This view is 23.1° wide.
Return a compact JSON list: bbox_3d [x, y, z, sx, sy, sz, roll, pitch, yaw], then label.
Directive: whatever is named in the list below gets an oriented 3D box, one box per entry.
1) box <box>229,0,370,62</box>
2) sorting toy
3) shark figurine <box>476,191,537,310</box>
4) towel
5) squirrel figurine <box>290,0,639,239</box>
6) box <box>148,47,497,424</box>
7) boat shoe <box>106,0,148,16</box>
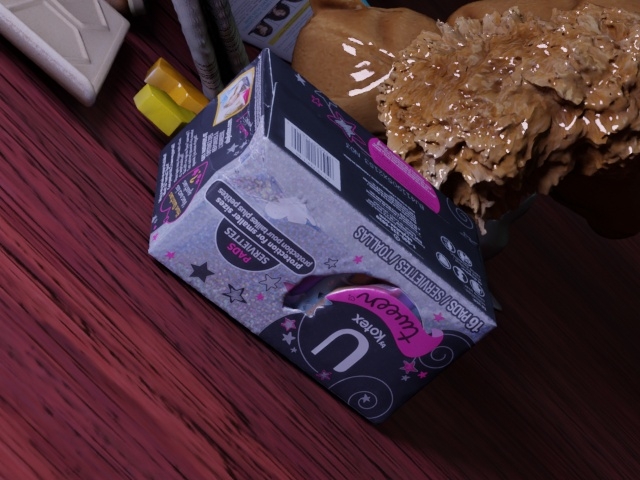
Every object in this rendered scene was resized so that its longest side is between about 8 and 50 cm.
[{"bbox_3d":[-0.052,-0.261,1.675,0.244,0.100,0.060,18,35,-54],"label":"box"},{"bbox_3d":[-0.221,-0.178,1.290,0.307,0.041,0.229,41,17,-16],"label":"sorting toy"},{"bbox_3d":[0.192,-0.034,1.733,0.166,0.116,0.278,48,22,-1],"label":"shark figurine"},{"bbox_3d":[-0.139,-0.286,1.409,0.324,0.056,0.312,71,-2,-67],"label":"towel"},{"bbox_3d":[0.152,-0.151,1.497,0.370,0.281,0.397,10,8,1],"label":"squirrel figurine"},{"bbox_3d":[0.000,0.000,1.247,0.247,0.142,0.163,38,24,-22],"label":"box"},{"bbox_3d":[-0.235,-0.344,1.411,0.111,0.104,0.307,-109,-176,-82],"label":"boat shoe"}]
